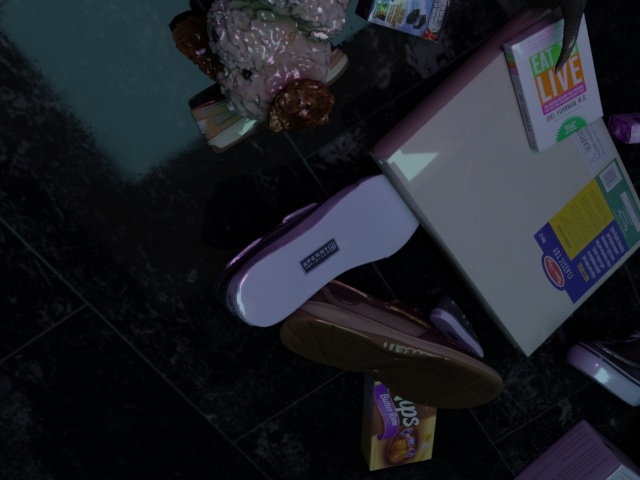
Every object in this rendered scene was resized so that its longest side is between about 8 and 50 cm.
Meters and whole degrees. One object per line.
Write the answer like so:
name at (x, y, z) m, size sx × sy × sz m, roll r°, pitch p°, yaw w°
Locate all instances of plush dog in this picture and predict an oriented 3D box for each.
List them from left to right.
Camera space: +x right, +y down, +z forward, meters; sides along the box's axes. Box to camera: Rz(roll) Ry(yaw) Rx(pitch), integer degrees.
plush dog at (-0.043, -0.227, 0.671) m, size 0.211 × 0.262 × 0.225 m, roll -5°, pitch 125°, yaw -38°

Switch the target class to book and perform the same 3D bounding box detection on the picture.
book at (0.278, -0.191, 0.818) m, size 0.096 × 0.035 × 0.144 m, roll -31°, pitch 121°, yaw -6°

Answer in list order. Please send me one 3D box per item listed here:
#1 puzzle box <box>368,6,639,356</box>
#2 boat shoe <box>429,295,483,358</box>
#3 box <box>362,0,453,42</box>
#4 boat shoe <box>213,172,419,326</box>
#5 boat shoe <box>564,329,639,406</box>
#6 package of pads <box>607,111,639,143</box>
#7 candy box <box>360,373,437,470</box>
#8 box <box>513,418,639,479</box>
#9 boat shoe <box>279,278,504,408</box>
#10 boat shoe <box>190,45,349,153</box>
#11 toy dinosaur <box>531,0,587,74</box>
puzzle box at (0.274, -0.058, 0.914) m, size 0.272 × 0.052 × 0.409 m, roll -43°, pitch 121°, yaw -5°
boat shoe at (0.213, 0.136, 1.036) m, size 0.142 × 0.049 × 0.040 m, roll 49°, pitch 58°, yaw -36°
box at (0.113, -0.305, 0.774) m, size 0.094 × 0.027 × 0.137 m, roll 11°, pitch 114°, yaw -20°
boat shoe at (0.000, 0.000, 0.868) m, size 0.301 × 0.102 × 0.108 m, roll -36°, pitch 116°, yaw -21°
boat shoe at (0.531, 0.205, 1.140) m, size 0.335 × 0.121 × 0.119 m, roll 22°, pitch 102°, yaw -37°
package of pads at (0.445, -0.156, 0.941) m, size 0.083 × 0.050 × 0.032 m, roll -6°, pitch 119°, yaw -14°
candy box at (0.125, 0.270, 1.078) m, size 0.109 × 0.053 × 0.186 m, roll -6°, pitch 121°, yaw -13°
box at (0.489, 0.456, 1.249) m, size 0.182 × 0.119 × 0.181 m, roll -45°, pitch 121°, yaw 10°
boat shoe at (0.107, 0.132, 0.955) m, size 0.342 × 0.123 × 0.123 m, roll 21°, pitch 135°, yaw -16°
boat shoe at (-0.060, -0.175, 0.776) m, size 0.190 × 0.068 × 0.072 m, roll -32°, pitch 106°, yaw 1°
toy dinosaur at (0.252, -0.339, 0.698) m, size 0.121 × 0.160 × 0.313 m, roll 12°, pitch 90°, yaw -17°
